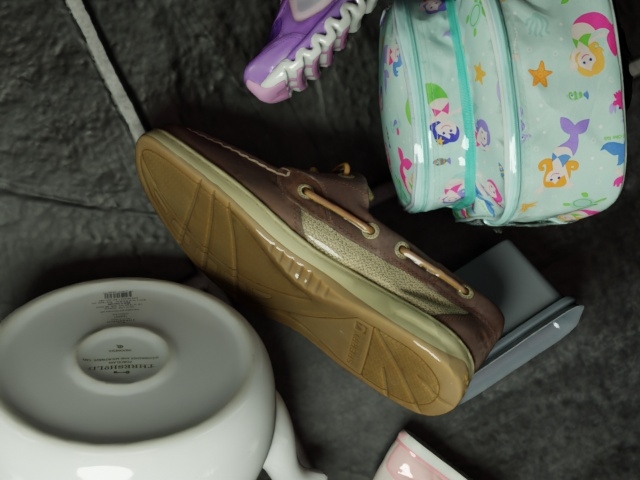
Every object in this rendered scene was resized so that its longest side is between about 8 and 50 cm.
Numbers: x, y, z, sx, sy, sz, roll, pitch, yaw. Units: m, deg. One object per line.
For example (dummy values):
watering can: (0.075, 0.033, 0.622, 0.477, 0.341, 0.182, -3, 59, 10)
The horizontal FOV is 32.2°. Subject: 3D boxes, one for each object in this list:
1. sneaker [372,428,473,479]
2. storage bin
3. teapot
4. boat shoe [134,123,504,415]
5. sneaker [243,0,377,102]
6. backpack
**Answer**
sneaker: (0.106, 0.235, 0.992, 0.134, 0.051, 0.070, 38, 88, -5)
storage bin: (0.149, 0.069, 0.979, 0.135, 0.098, 0.091, -32, 69, -6)
teapot: (-0.159, 0.163, 0.878, 0.256, 0.252, 0.187, 23, 127, 25)
boat shoe: (0.000, 0.000, 0.923, 0.342, 0.123, 0.123, 34, 55, 15)
sneaker: (0.001, -0.226, 0.944, 0.104, 0.095, 0.236, 38, 81, -1)
backpack: (0.144, -0.117, 0.882, 0.191, 0.253, 0.225, -7, 94, -8)
